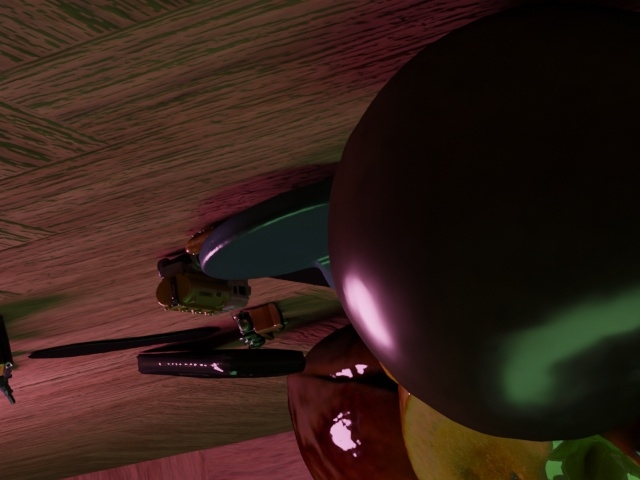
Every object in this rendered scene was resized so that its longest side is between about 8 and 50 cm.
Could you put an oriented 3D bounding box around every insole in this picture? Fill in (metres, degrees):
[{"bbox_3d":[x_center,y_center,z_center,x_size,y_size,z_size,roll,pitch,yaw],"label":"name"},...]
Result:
[{"bbox_3d":[-0.273,0.143,1.734,0.253,0.005,0.086,-6,167,-12],"label":"insole"}]

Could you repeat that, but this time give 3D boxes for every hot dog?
[{"bbox_3d":[-0.096,-0.005,1.199,0.083,0.021,0.037,-19,175,31],"label":"hot dog"}]

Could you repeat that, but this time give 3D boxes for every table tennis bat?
[{"bbox_3d":[0.000,0.000,1.210,0.215,0.044,0.329,-21,166,5],"label":"table tennis bat"}]

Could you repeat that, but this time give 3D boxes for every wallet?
[{"bbox_3d":[-0.150,0.176,1.801,0.149,0.044,0.250,4,173,-42],"label":"wallet"}]

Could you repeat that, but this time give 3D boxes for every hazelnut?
[{"bbox_3d":[0.151,0.291,1.866,0.402,0.402,0.429,-5,177,-20],"label":"hazelnut"}]

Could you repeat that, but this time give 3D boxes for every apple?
[{"bbox_3d":[0.254,0.139,1.261,0.374,0.384,0.374,-3,165,-1],"label":"apple"}]

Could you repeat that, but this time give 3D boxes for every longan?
[{"bbox_3d":[0.154,-0.015,0.793,0.297,0.297,0.297,-9,167,-2],"label":"longan"}]

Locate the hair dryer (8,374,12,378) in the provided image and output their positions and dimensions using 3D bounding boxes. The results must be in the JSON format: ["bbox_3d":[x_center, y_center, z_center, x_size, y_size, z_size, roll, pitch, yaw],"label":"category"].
[{"bbox_3d":[-0.454,0.192,1.737,0.071,0.047,0.150,-13,173,9],"label":"hair dryer"}]

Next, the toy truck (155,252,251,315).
[{"bbox_3d":[-0.122,0.047,1.307,0.052,0.062,0.123,-17,165,26],"label":"toy truck"}]

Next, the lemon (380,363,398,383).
[{"bbox_3d":[0.151,0.111,1.532,0.178,0.178,0.203,-3,167,-26],"label":"lemon"}]

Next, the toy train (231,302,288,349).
[{"bbox_3d":[-0.076,0.112,1.670,0.064,0.044,0.103,-21,166,4],"label":"toy train"}]

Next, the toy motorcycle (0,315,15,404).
[{"bbox_3d":[-0.449,0.166,1.521,0.157,0.091,0.263,-10,165,-18],"label":"toy motorcycle"}]

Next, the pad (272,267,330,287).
[{"bbox_3d":[0.025,0.023,1.438,0.170,0.006,0.245,-16,166,26],"label":"pad"}]
